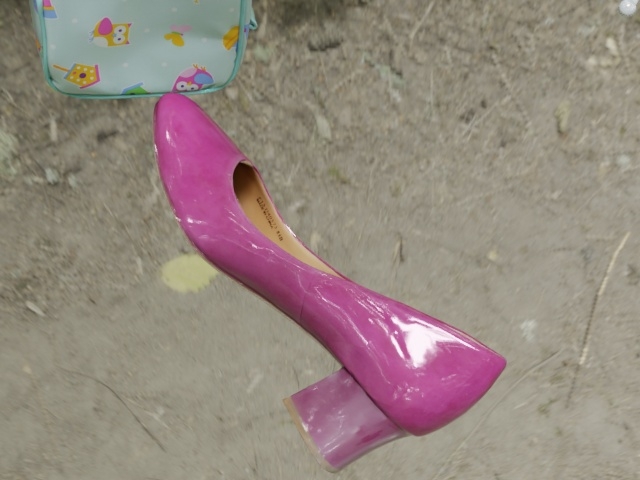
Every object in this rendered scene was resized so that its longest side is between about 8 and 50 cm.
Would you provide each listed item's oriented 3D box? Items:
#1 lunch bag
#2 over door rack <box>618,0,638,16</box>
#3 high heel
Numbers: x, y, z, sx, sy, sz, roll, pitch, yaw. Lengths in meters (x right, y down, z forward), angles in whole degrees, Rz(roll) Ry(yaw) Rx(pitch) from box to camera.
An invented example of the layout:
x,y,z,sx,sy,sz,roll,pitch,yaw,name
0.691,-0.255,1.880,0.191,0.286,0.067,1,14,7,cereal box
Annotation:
x,y,z,sx,sy,sz,roll,pitch,yaw,name
-0.170,-0.265,1.104,0.224,0.279,0.108,-7,50,-16,lunch bag
0.293,-0.343,1.297,0.239,0.108,0.324,33,35,-8,over door rack
0.000,0.000,0.980,0.181,0.127,0.377,-33,83,17,high heel
